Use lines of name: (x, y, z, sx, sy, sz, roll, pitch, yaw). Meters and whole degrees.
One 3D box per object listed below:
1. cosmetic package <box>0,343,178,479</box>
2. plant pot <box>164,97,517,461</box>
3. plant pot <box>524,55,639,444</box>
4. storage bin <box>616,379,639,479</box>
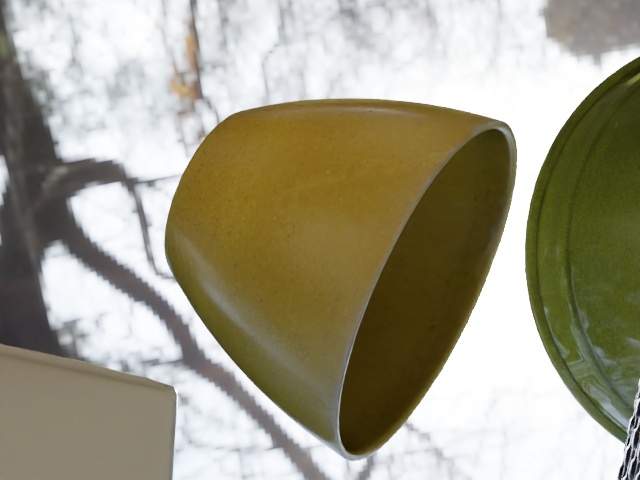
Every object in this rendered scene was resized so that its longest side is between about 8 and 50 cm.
cosmetic package: (-0.294, 0.283, 1.004, 0.327, 0.394, 0.329, 14, 147, -21)
plant pot: (0.000, 0.000, 0.659, 0.095, 0.134, 0.134, 26, -148, 19)
plant pot: (0.372, 0.008, 1.293, 0.366, 0.366, 0.353, -13, -179, -10)
storage bin: (0.129, 0.072, 0.392, 0.122, 0.084, 0.180, 13, -175, 6)
